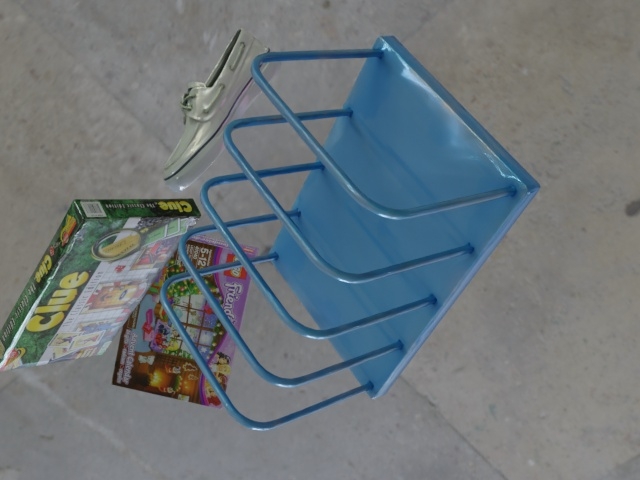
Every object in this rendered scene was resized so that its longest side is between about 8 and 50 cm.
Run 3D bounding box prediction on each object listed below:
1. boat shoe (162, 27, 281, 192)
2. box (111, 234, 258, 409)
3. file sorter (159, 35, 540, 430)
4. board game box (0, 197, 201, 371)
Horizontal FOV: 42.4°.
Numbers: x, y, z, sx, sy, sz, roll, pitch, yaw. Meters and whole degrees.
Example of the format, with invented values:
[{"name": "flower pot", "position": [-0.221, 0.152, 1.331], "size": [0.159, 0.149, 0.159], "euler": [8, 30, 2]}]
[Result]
[{"name": "boat shoe", "position": [-0.139, -0.165, 1.021], "size": [0.076, 0.083, 0.226], "euler": [42, 65, -23]}, {"name": "box", "position": [-0.236, 0.132, 1.436], "size": [0.201, 0.057, 0.293], "euler": [13, 103, -2]}, {"name": "file sorter", "position": [0.000, 0.000, 0.427], "size": [0.105, 0.118, 0.170], "euler": [-13, 144, -39]}, {"name": "board game box", "position": [-0.240, 0.049, 0.861], "size": [0.136, 0.030, 0.259], "euler": [-2, 143, -44]}]
